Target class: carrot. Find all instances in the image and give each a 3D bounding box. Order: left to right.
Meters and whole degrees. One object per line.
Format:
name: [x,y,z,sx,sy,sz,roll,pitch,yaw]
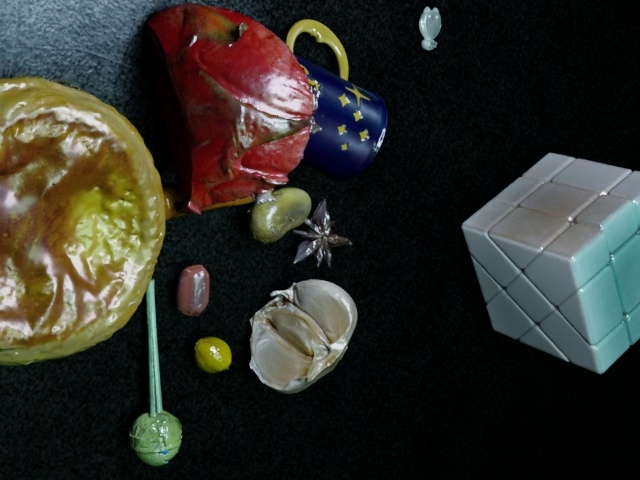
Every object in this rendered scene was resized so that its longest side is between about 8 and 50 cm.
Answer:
carrot: [-0.214,-0.072,1.772,0.256,0.061,0.061,-12,110,-39]

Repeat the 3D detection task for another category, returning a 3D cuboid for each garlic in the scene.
garlic: [-0.026,0.179,1.940,0.229,0.178,0.143,-49,160,6]

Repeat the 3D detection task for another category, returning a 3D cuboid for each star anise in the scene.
star anise: [-0.010,0.004,1.941,0.129,0.056,0.124,-41,112,-24]

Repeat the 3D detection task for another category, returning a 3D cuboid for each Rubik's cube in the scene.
Rubik's cube: [0.547,0.039,2.204,0.316,0.318,0.322,-38,123,-23]

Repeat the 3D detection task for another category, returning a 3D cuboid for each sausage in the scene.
sausage: [-0.226,0.089,1.808,0.059,0.054,0.094,0,103,-37]

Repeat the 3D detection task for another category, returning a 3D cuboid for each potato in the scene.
potato: [-0.078,-0.048,1.865,0.138,0.070,0.092,-32,138,-42]

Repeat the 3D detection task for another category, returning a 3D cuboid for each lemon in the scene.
lemon: [-0.195,0.210,1.862,0.065,0.065,0.092,-52,127,-13]

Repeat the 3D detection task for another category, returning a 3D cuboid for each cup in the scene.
cup: [-0.043,-0.258,1.810,0.256,0.255,0.178,23,126,-36]

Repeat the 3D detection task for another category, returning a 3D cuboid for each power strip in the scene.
power strip: [0.219,-0.416,2.007,0.055,0.035,0.083,-3,103,-36]

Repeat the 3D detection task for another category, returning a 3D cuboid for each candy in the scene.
candy: [-0.292,0.232,1.798,0.093,0.092,0.336,0,97,1]

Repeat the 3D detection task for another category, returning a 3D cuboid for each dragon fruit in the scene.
dragon fruit: [-0.145,-0.221,1.621,0.282,0.100,0.344,-11,94,11]

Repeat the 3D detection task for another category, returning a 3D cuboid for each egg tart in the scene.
egg tart: [-0.449,-0.031,1.529,0.443,0.178,0.443,-9,107,-33]
